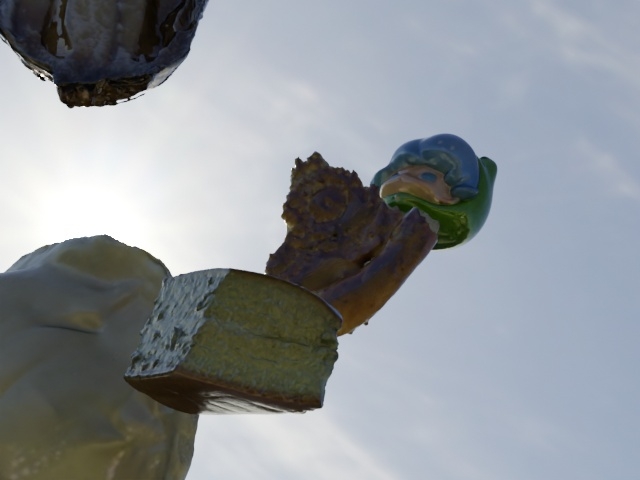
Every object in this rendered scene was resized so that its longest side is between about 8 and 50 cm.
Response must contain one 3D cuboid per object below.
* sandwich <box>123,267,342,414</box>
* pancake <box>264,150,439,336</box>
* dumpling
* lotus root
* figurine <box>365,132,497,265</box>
[{"bbox_3d":[-0.078,0.081,1.341,0.096,0.094,0.258,29,-21,-25],"label":"sandwich"},{"bbox_3d":[0.000,0.000,2.018,0.057,0.266,0.244,70,-2,-61],"label":"pancake"},{"bbox_3d":[-0.242,0.146,1.604,0.233,0.315,0.395,28,18,-47],"label":"dumpling"},{"bbox_3d":[-0.138,-0.188,1.176,0.167,0.329,0.078,1,-45,-2],"label":"lotus root"},{"bbox_3d":[0.119,-0.037,2.241,0.162,0.263,0.143,-6,-62,40],"label":"figurine"}]
